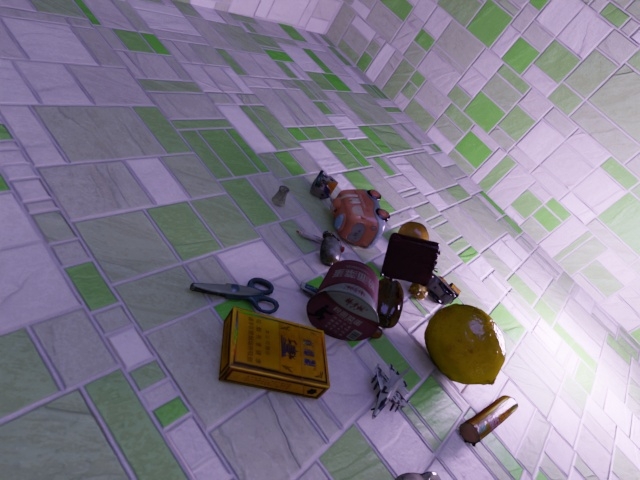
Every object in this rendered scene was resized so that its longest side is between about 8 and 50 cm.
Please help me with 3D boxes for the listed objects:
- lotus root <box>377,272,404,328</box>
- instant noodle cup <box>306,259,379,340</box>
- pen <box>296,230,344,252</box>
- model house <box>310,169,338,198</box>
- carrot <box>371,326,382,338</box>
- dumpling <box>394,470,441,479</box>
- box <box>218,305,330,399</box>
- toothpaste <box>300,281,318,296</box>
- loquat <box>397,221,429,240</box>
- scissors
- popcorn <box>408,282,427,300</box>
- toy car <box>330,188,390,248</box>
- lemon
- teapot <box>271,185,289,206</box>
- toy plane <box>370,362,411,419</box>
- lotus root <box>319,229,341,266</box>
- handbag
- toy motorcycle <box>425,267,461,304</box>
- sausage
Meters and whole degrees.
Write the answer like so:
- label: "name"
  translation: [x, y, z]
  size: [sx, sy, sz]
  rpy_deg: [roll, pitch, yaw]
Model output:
- label: "lotus root"
  translation: [0.243, 0.231, 1.661]
  size: [0.124, 0.123, 0.241]
  rpy_deg: [12, 36, 11]
- label: "instant noodle cup"
  translation: [0.087, 0.185, 1.463]
  size: [0.234, 0.235, 0.178]
  rpy_deg: [32, 42, -10]
- label: "pen"
  translation: [0.000, 0.000, 1.784]
  size: [0.218, 0.026, 0.026]
  rpy_deg: [22, 38, -22]
- label: "model house"
  translation: [0.018, -0.242, 2.017]
  size: [0.100, 0.088, 0.101]
  rpy_deg: [29, 40, -11]
- label: "carrot"
  translation: [0.129, 0.290, 1.567]
  size: [0.191, 0.047, 0.047]
  rpy_deg: [26, 37, -9]
- label: "dumpling"
  translation: [0.259, 0.697, 1.194]
  size: [0.176, 0.092, 0.150]
  rpy_deg: [-5, 68, -51]
- label: "box"
  translation: [-0.126, 0.319, 1.268]
  size: [0.301, 0.084, 0.193]
  rpy_deg: [20, 39, -24]
- label: "toothpaste"
  translation: [0.016, 0.201, 1.571]
  size: [0.197, 0.035, 0.057]
  rpy_deg: [30, 20, -9]
- label: "loquat"
  translation: [0.431, -0.015, 2.088]
  size: [0.163, 0.137, 0.163]
  rpy_deg: [33, 43, -36]
- label: "scissors"
  translation: [-0.258, 0.157, 1.370]
  size: [0.289, 0.041, 0.138]
  rpy_deg: [14, 41, -36]
- label: "popcorn"
  translation: [0.411, 0.212, 1.885]
  size: [0.082, 0.057, 0.083]
  rpy_deg: [47, 32, 1]
- label: "toy car"
  translation: [0.149, -0.101, 1.913]
  size: [0.212, 0.181, 0.271]
  rpy_deg: [6, 45, -23]
- label: "lemon"
  translation: [0.520, 0.378, 1.624]
  size: [0.268, 0.268, 0.322]
  rpy_deg: [-28, 93, -53]
- label: "teapot"
  translation: [-0.156, -0.186, 1.804]
  size: [0.057, 0.083, 0.067]
  rpy_deg: [10, 46, -28]
- label: "toy plane"
  translation: [0.204, 0.477, 1.405]
  size: [0.160, 0.082, 0.234]
  rpy_deg: [52, 51, 1]
- label: "lotus root"
  translation: [0.039, 0.031, 1.729]
  size: [0.088, 0.088, 0.165]
  rpy_deg: [21, 45, -23]
- label: "handbag"
  translation: [0.369, 0.076, 1.833]
  size: [0.216, 0.203, 0.074]
  rpy_deg: [12, 37, 9]
- label: "toy motorcycle"
  translation: [0.492, 0.173, 1.978]
  size: [0.263, 0.091, 0.157]
  rpy_deg: [46, 28, 7]
- label: "sausage"
  translation: [0.615, 0.623, 1.597]
  size: [0.371, 0.082, 0.082]
  rpy_deg: [-5, 54, -45]
